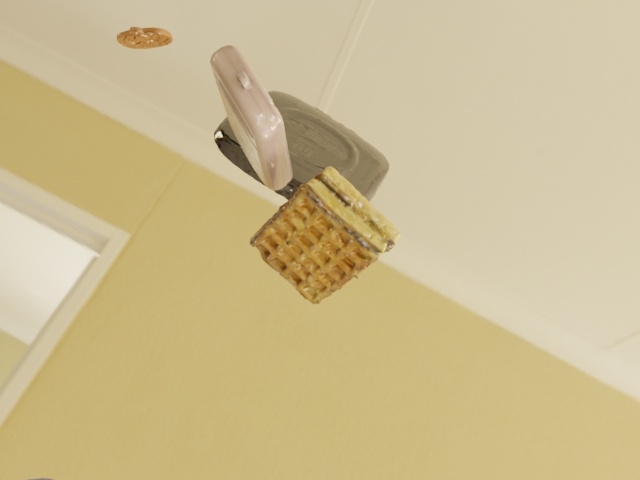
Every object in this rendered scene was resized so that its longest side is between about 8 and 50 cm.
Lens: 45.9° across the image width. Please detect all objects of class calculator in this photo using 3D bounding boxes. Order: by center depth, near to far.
[{"bbox_3d":[-0.063,-0.112,0.715,0.100,0.032,0.175,58,-7,16],"label":"calculator"}]

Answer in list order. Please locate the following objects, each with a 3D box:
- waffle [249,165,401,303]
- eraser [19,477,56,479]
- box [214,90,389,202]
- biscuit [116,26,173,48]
[{"bbox_3d":[0.000,-0.001,0.731,0.102,0.042,0.148,42,-34,-5],"label":"waffle"},{"bbox_3d":[-0.215,0.327,0.471,0.102,0.332,0.155,-17,-51,16],"label":"eraser"},{"bbox_3d":[-0.016,-0.118,0.984,0.212,0.201,0.042,33,-52,0],"label":"box"},{"bbox_3d":[-0.295,-0.337,1.260,0.091,0.015,0.078,-5,-5,15],"label":"biscuit"}]
